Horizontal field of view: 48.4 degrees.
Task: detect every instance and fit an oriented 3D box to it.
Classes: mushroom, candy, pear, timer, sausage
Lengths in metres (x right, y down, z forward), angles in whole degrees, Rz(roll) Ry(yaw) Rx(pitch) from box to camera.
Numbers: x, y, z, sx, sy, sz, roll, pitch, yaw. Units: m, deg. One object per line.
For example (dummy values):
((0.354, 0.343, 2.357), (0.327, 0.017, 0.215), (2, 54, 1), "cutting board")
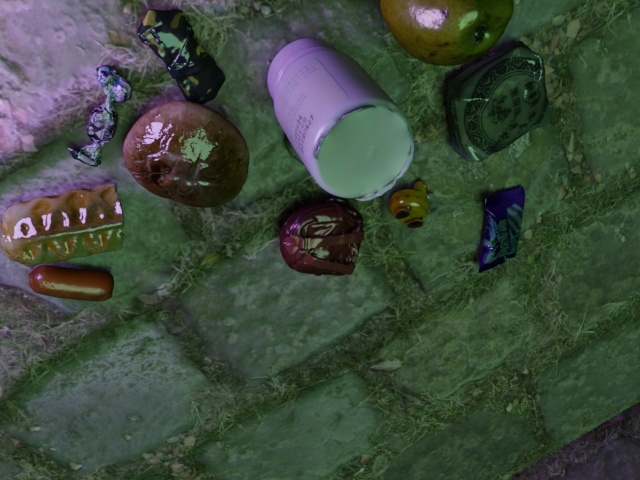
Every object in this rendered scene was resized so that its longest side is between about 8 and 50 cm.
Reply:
((-0.290, -0.177, 1.557), (0.278, 0.146, 0.278), (-5, 135, -5), "mushroom")
((0.520, -0.031, 2.053), (0.145, 0.070, 0.275), (-19, 128, -19), "candy")
((0.256, -0.485, 1.446), (0.252, 0.307, 0.253), (-17, 136, -17), "pear")
((-0.461, -0.256, 1.496), (0.094, 0.051, 0.226), (17, 116, -19), "candy")
((0.236, -0.100, 1.882), (0.107, 0.109, 0.107), (4, 147, 3), "timer")
((-0.590, 0.103, 1.695), (0.197, 0.076, 0.076), (9, 121, -28), "sausage")

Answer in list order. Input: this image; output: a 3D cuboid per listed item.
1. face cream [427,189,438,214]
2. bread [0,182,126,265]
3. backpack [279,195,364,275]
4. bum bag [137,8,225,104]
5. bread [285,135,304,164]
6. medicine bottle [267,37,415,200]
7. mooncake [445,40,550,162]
((0.293, -0.107, 1.929), (0.040, 0.021, 0.083), (-25, 131, -3), "face cream")
((-0.567, -0.030, 1.572), (0.267, 0.130, 0.152), (-12, 93, -13), "bread")
((-0.001, -0.002, 1.811), (0.229, 0.139, 0.229), (-15, 132, -17), "backpack")
((-0.283, -0.379, 1.466), (0.106, 0.060, 0.232), (-36, 133, -5), "bum bag")
((0.025, -0.191, 1.692), (0.232, 0.172, 0.064), (30, 119, 11), "bread")
((0.025, -0.264, 1.467), (0.213, 0.379, 0.214), (-11, 129, -14), "medicine bottle")
((0.433, -0.331, 1.744), (0.250, 0.136, 0.254), (-29, 131, -4), "mooncake")
